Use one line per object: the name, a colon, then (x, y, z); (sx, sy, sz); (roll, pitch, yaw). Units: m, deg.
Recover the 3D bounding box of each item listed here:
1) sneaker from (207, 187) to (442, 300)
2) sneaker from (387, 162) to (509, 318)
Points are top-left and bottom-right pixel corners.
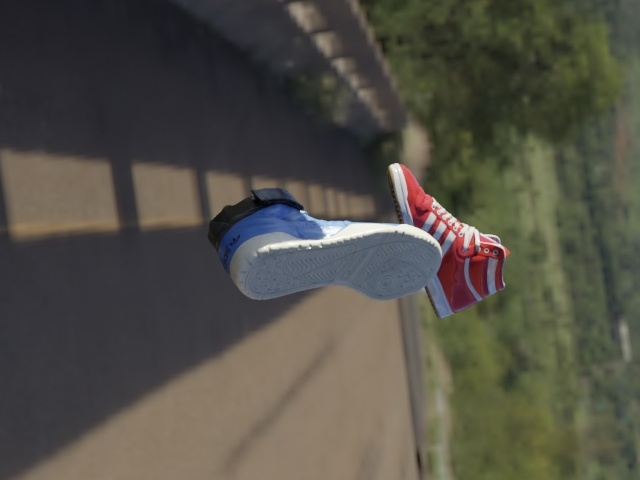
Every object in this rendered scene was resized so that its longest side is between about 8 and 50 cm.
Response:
sneaker: (0.000, -0.001, 1.192); (0.084, 0.152, 0.058); (-129, -138, -51)
sneaker: (0.094, -0.008, 1.298); (0.042, 0.067, 0.118); (-88, 157, -76)
